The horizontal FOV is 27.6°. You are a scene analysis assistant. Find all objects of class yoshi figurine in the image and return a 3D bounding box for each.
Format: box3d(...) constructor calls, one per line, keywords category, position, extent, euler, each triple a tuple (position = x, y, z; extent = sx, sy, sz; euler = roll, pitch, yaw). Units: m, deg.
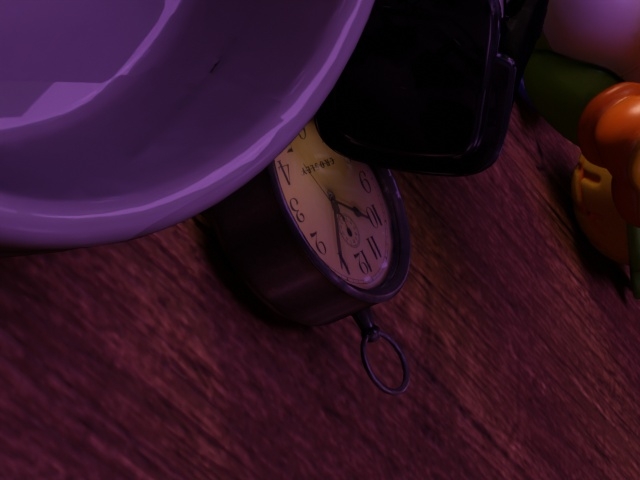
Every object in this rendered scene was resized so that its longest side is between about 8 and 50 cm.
box3d(category="yoshi figurine", position=(0.174, -0.158, 0.942), extent=(0.204, 0.203, 0.362), euler=(-14, 41, -28))

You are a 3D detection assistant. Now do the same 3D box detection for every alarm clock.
box3d(category="alarm clock", position=(0.000, 0.000, 0.726), extent=(0.129, 0.064, 0.192), euler=(-22, 84, -60))

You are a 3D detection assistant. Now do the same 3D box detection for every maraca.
box3d(category="maraca", position=(0.272, -0.028, 1.144), extent=(0.185, 0.099, 0.127), euler=(69, 23, -52))

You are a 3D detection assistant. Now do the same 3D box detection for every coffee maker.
box3d(category="coffee maker", position=(0.074, -0.107, 0.734), extent=(0.171, 0.120, 0.178), euler=(68, 27, -24))

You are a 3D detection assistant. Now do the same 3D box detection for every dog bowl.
box3d(category="dog bowl", position=(-0.106, -0.154, 0.470), extent=(0.349, 0.102, 0.348), euler=(-12, 108, -42))

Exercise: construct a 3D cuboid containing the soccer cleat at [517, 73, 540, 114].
box3d(category="soccer cleat", position=(0.157, -0.235, 1.118), extent=(0.289, 0.093, 0.121), euler=(57, 37, -12))
